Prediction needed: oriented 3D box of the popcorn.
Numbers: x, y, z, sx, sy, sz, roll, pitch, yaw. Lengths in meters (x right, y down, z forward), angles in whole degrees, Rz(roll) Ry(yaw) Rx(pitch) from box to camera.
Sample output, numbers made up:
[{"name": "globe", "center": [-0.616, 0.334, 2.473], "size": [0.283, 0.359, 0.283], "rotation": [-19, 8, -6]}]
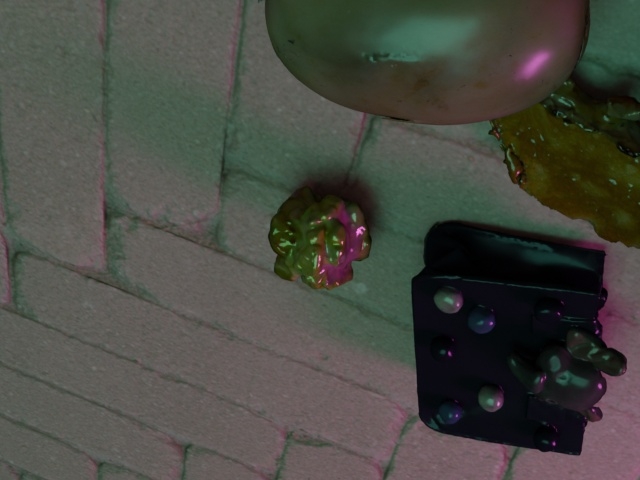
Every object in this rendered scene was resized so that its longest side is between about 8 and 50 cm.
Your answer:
[{"name": "popcorn", "center": [0.000, 0.000, 1.390], "size": [0.126, 0.145, 0.125], "rotation": [10, 101, 12]}]

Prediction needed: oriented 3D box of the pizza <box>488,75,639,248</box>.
[{"name": "pizza", "center": [0.281, -0.100, 1.200], "size": [0.297, 0.071, 0.189], "rotation": [30, 150, 2]}]

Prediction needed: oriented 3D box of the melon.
[{"name": "melon", "center": [0.094, -0.223, 1.064], "size": [0.317, 0.223, 0.223], "rotation": [8, 134, 19]}]

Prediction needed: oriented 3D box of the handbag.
[{"name": "handbag", "center": [0.252, 0.143, 1.421], "size": [0.269, 0.118, 0.325], "rotation": [9, 136, 18]}]
